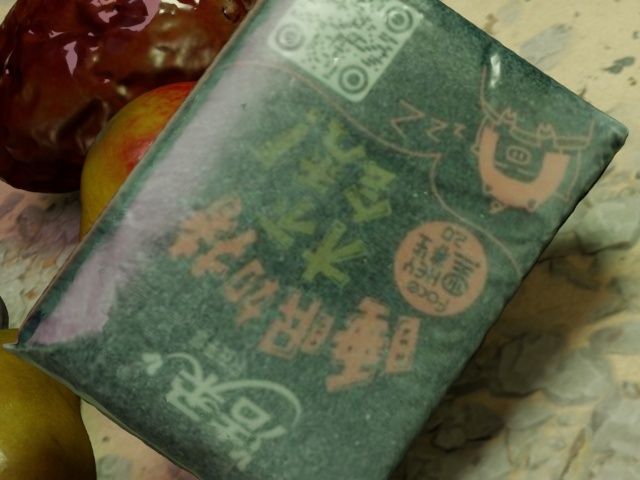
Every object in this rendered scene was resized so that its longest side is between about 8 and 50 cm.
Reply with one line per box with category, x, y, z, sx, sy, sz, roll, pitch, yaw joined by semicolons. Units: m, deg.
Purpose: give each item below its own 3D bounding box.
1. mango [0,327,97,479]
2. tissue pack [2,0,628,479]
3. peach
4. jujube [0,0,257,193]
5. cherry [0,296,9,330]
mango;-0.214;0.131;0.967;0.099;0.136;0.227;-53;18;21
tissue pack;0.000;0.000;0.841;0.228;0.103;0.315;35;82;4
peach;-0.070;-0.016;0.986;0.192;0.190;0.190;11;53;13
jujube;-0.165;-0.137;1.163;0.290;0.197;0.197;-25;38;33
cherry;-0.324;0.069;1.096;0.176;0.140;0.176;-28;42;28
